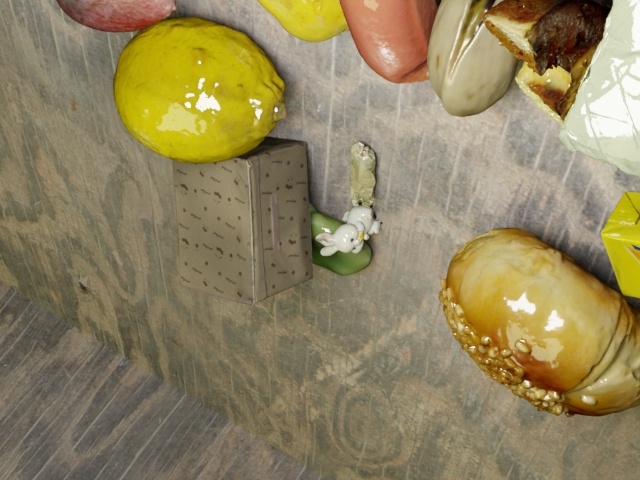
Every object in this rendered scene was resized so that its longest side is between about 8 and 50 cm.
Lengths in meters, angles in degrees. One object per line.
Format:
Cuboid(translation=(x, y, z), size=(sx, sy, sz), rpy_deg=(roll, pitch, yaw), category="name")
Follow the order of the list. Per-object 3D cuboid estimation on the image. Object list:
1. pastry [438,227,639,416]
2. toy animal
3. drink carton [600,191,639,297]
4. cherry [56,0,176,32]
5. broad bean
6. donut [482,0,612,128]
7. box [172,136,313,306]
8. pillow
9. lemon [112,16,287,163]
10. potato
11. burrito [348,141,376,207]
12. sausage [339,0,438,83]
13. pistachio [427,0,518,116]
Cuboid(translation=(0.388, 0.155, 2.018), size=(0.409, 0.245, 0.409), rpy_deg=(37, -178, -1), category="pastry")
Cuboid(translation=(0.060, -0.016, 2.340), size=(0.085, 0.124, 0.071), rpy_deg=(26, 155, 22), category="toy animal")
Cuboid(translation=(0.623, 0.030, 1.790), size=(0.351, 0.111, 0.155), rpy_deg=(10, 142, 40), category="drink carton")
Cuboid(translation=(-0.356, -0.477, 2.046), size=(0.239, 0.206, 0.239), rpy_deg=(3, 141, 3), category="cherry")
Cuboid(translation=(0.000, 0.000, 2.462), size=(0.228, 0.100, 0.169), rpy_deg=(27, 157, 15), category="broad bean")
Cuboid(translation=(0.322, -0.282, 1.618), size=(0.112, 0.151, 0.295), rpy_deg=(33, 176, 30), category="donut")
Cuboid(translation=(-0.156, -0.051, 2.337), size=(0.225, 0.190, 0.297), rpy_deg=(12, 111, 39), category="box")
Cuboid(translation=(0.486, -0.203, 1.543), size=(0.274, 0.076, 0.281), rpy_deg=(26, 118, 18), category="pillow")
Cuboid(translation=(-0.225, -0.268, 2.123), size=(0.316, 0.285, 0.285), rpy_deg=(54, 164, 34), category="lemon")
Cuboid(translation=(-0.056, -0.444, 1.805), size=(0.173, 0.140, 0.300), rpy_deg=(-3, 133, 46), category="potato")
Cuboid(translation=(0.081, -0.125, 2.234), size=(0.058, 0.045, 0.188), rpy_deg=(19, 146, 16), category="burrito")
Cuboid(translation=(0.107, -0.344, 1.775), size=(0.148, 0.148, 0.254), rpy_deg=(19, 148, 29), category="sausage")
Cuboid(translation=(0.229, -0.291, 1.725), size=(0.137, 0.153, 0.238), rpy_deg=(20, 122, 11), category="pistachio")
